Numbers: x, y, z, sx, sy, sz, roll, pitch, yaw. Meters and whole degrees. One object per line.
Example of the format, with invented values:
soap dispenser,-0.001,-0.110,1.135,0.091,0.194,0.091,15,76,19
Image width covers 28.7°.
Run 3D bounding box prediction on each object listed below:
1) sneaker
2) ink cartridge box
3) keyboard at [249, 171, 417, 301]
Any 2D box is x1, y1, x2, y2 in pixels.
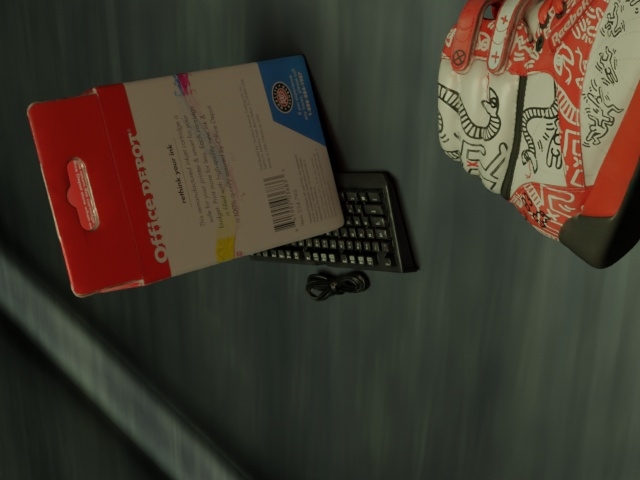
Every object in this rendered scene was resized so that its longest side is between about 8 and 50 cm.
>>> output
sneaker,0.143,-0.118,0.676,0.145,0.090,0.270,38,140,25
ink cartridge box,-0.104,-0.045,0.877,0.078,0.231,0.134,-11,93,51
keyboard,0.000,0.000,0.974,0.180,0.023,0.108,4,116,49
